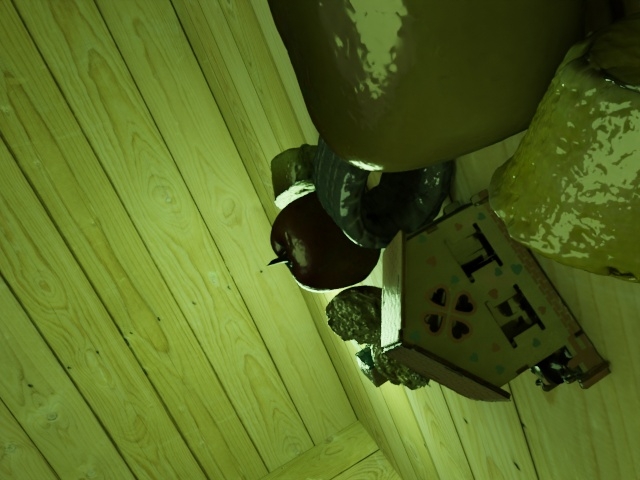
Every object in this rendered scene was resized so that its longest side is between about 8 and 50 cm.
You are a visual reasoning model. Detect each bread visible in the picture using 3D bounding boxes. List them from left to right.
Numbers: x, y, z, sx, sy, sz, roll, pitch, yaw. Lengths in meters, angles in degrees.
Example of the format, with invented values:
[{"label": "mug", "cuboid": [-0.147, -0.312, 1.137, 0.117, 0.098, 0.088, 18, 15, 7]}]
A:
[{"label": "bread", "cuboid": [-0.040, -0.178, 1.279, 0.257, 0.186, 0.123, 122, 137, -71]}, {"label": "bread", "cuboid": [0.179, 0.231, 1.218, 0.314, 0.171, 0.192, 44, -160, 11]}, {"label": "bread", "cuboid": [0.076, -0.259, 0.449, 0.348, 0.253, 0.375, 50, 163, 52]}, {"label": "bread", "cuboid": [0.236, -0.066, 0.340, 0.197, 0.197, 0.170, 53, 159, 40]}]

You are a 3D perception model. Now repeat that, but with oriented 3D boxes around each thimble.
[{"label": "thimble", "cuboid": [0.092, -0.116, 0.786, 0.172, 0.205, 0.236, 52, 164, 47]}]

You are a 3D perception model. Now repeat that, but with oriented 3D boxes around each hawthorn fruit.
[{"label": "hawthorn fruit", "cuboid": [0.000, 0.000, 1.179, 0.268, 0.301, 0.267, 165, 90, -73]}]

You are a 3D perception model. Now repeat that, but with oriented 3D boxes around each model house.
[{"label": "model house", "cuboid": [0.210, 0.116, 0.699, 0.325, 0.244, 0.169, 60, 165, 11]}]

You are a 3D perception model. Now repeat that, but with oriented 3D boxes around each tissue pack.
[{"label": "tissue pack", "cuboid": [0.201, 0.340, 1.363, 0.082, 0.169, 0.120, 64, 167, -15]}]

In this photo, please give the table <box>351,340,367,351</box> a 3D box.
[{"label": "table", "cuboid": [0.159, 0.358, 1.795, 0.146, 0.063, 0.175, 47, 127, 53]}]
